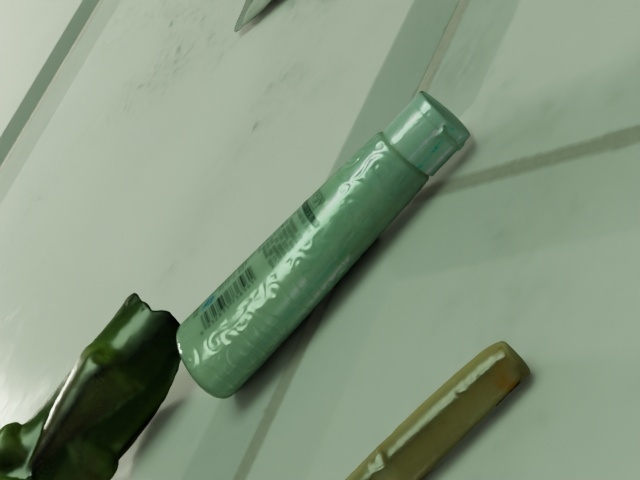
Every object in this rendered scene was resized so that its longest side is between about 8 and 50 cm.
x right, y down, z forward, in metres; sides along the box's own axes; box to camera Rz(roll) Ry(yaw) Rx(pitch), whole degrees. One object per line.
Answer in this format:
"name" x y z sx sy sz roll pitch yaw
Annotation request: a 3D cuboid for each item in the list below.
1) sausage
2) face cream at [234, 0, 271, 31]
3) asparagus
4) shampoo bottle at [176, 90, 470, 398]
"sausage" 0.036 0.093 0.714 0.132 0.024 0.024 -45 25 12
"face cream" 0.006 -0.250 1.209 0.224 0.070 0.114 -47 21 40
"asparagus" -0.177 0.152 0.946 0.287 0.080 0.080 -46 24 -6
"shampoo bottle" 0.000 0.000 0.881 0.190 0.041 0.069 -46 20 11
